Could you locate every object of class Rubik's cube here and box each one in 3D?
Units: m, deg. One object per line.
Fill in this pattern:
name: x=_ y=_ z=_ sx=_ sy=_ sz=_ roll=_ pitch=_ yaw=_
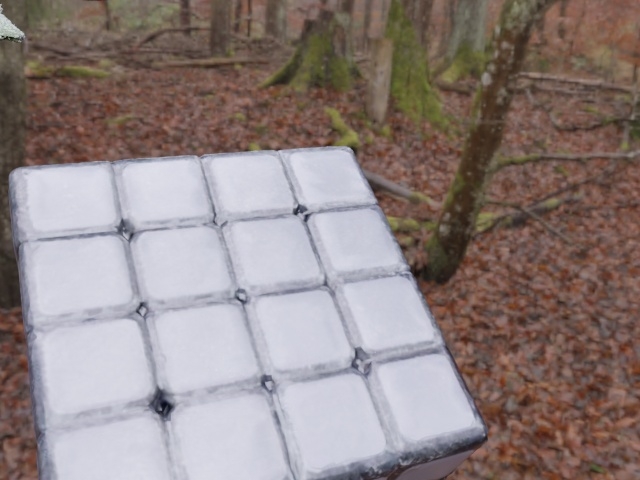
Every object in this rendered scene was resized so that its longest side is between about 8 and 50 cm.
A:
Rubik's cube: x=-0.102 y=0.144 z=0.664 sx=0.343 sy=0.337 sz=0.345 roll=-6 pitch=56 yaw=-22

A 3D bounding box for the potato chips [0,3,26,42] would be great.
potato chips: x=-0.620 y=-0.396 z=1.115 sx=0.167 sy=0.228 sz=0.059 roll=-33 pitch=-13 yaw=-25
